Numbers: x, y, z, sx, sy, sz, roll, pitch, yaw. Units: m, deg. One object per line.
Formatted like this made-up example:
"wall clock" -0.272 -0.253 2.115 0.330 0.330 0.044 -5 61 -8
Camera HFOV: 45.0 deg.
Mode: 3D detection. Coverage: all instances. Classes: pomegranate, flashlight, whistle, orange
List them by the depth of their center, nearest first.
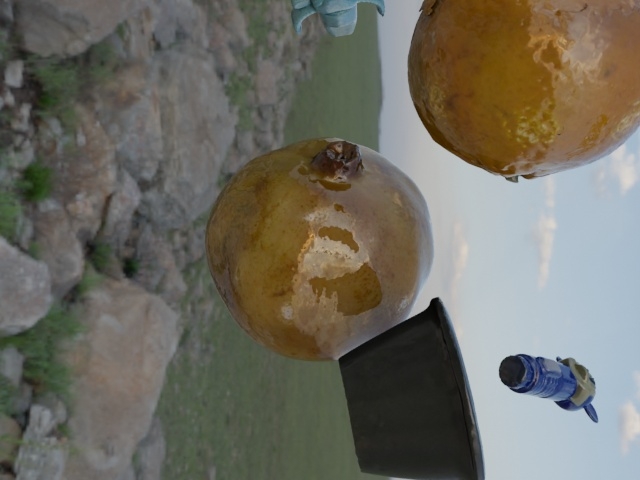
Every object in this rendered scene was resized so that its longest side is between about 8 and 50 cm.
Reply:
"flashlight" 0.165 0.097 0.545 0.121 0.035 0.057 22 37 -47
"orange" 0.185 -0.154 0.682 0.219 0.219 0.193 -83 -168 -61
"pomegranate" 0.000 0.000 1.358 0.416 0.417 0.416 -2 90 -85
"whistle" 0.027 -0.473 1.481 0.274 0.186 0.093 63 16 -72

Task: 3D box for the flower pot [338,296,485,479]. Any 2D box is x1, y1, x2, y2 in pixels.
"flower pot" 0.117 0.220 1.056 0.269 0.166 0.269 -10 90 -86
